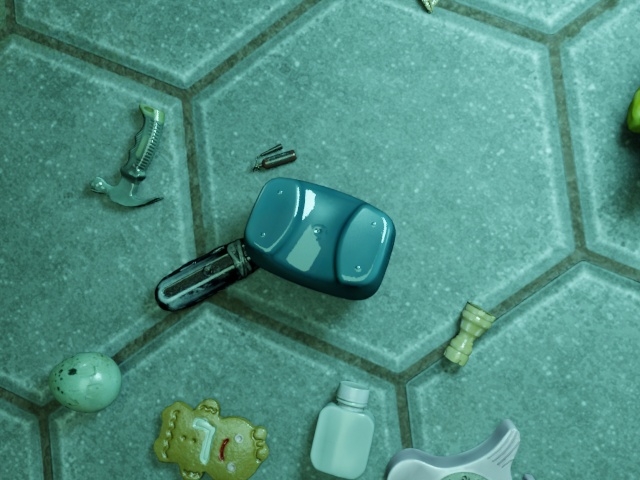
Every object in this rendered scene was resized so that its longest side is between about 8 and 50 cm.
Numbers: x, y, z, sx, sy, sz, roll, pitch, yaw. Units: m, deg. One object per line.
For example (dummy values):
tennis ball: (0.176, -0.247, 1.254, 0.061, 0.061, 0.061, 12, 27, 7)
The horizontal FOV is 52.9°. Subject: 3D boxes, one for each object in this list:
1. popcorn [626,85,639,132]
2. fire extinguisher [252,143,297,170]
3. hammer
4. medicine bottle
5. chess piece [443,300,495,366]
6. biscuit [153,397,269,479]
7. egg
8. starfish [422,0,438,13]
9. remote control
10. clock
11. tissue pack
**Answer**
popcorn: (0.734, -0.223, 1.170, 0.325, 0.290, 0.321, 43, 110, 30)
fire extinguisher: (-0.104, -0.181, 1.392, 0.100, 0.032, 0.046, -16, 96, 0)
hammer: (-0.400, -0.185, 1.423, 0.158, 0.041, 0.227, 20, 90, 7)
medicine bottle: (0.051, 0.388, 1.326, 0.119, 0.069, 0.183, 12, 90, 11)
chess piece: (0.299, 0.192, 1.313, 0.066, 0.066, 0.122, 29, 97, 7)
biscuit: (-0.232, 0.436, 1.376, 0.248, 0.035, 0.184, 16, 89, 7)
egg: (-0.504, 0.299, 1.367, 0.164, 0.131, 0.132, 3, 88, 13)
starfish: (0.255, -0.602, 1.362, 0.294, 0.048, 0.232, 3, 87, 6)
remote control: (-0.237, 0.071, 1.378, 0.265, 0.066, 0.090, -28, 88, 5)
clock: (0.292, 0.477, 1.288, 0.275, 0.080, 0.290, 35, 91, 7)
tissue pack: (0.000, 0.000, 1.292, 0.287, 0.206, 0.198, 18, 80, 6)
